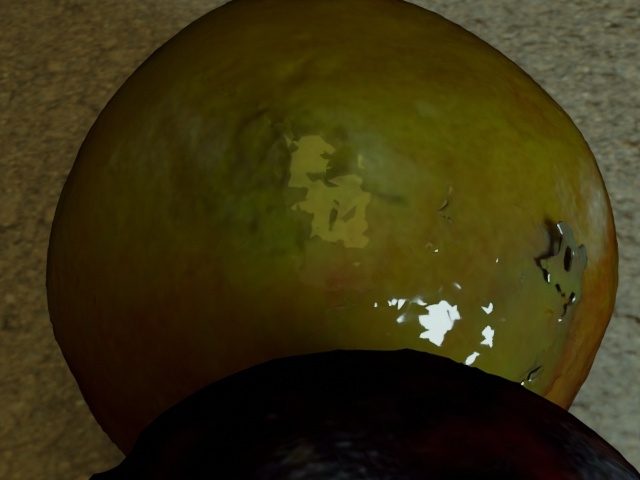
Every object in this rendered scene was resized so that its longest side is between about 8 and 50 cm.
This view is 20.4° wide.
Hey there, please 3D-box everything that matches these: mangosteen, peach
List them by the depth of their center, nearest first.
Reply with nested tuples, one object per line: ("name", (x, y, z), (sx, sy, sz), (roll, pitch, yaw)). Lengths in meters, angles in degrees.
("mangosteen", (0.004, 0.263, 0.808), (0.421, 0.381, 0.381), (-39, 51, -13))
("peach", (0.002, 0.001, 1.100), (0.372, 0.290, 0.373), (-21, 55, 33))
